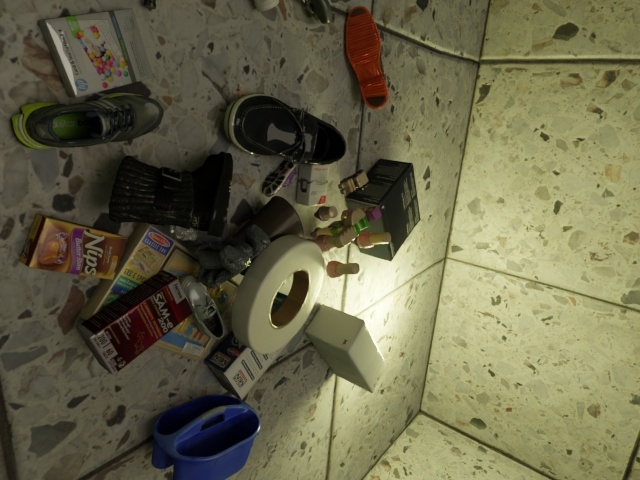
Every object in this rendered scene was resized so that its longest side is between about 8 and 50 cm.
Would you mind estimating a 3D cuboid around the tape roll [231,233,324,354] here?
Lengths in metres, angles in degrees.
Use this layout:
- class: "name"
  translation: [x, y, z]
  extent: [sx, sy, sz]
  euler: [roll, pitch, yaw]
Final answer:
- class: "tape roll"
  translation: [-0.122, 0.172, 1.332]
  extent: [0.392, 0.072, 0.392]
  euler: [-42, 144, -41]

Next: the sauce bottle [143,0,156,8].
- class: "sauce bottle"
  translation: [-0.376, -0.584, 0.928]
  extent: [0.042, 0.042, 0.128]
  euler: [-9, 110, -53]

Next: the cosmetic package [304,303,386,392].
- class: "cosmetic package"
  translation: [0.127, 0.500, 1.921]
  extent: [0.161, 0.230, 0.453]
  euler: [-55, 142, -25]

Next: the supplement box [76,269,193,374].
- class: "supplement box"
  translation: [-0.447, 0.196, 1.039]
  extent: [0.239, 0.073, 0.130]
  euler: [-41, 134, -38]

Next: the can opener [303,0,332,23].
- class: "can opener"
  translation: [-0.047, -0.787, 1.267]
  extent: [0.280, 0.093, 0.074]
  euler: [42, 70, -48]

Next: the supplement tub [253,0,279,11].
- class: "supplement tub"
  translation: [-0.164, -0.697, 1.151]
  extent: [0.071, 0.071, 0.107]
  euler: [-54, 142, -26]

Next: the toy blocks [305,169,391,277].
- class: "toy blocks"
  translation: [0.054, -0.054, 1.578]
  extent: [0.289, 0.260, 0.308]
  euler: [-39, 112, -38]

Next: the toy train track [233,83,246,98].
- class: "toy train track"
  translation: [-0.230, -0.412, 1.227]
  extent: [0.048, 0.014, 0.083]
  euler: [-25, 124, -47]

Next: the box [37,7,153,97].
- class: "box"
  translation: [-0.463, -0.399, 0.889]
  extent: [0.186, 0.038, 0.145]
  euler: [-37, 131, -39]

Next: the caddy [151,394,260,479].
- class: "caddy"
  translation: [-0.346, 0.596, 1.293]
  extent: [0.341, 0.241, 0.179]
  euler: [-1, 109, -55]

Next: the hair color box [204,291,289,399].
- class: "hair color box"
  translation: [-0.223, 0.356, 1.479]
  extent: [0.347, 0.105, 0.173]
  euler: [-48, 138, -33]

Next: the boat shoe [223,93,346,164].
- class: "boat shoe"
  translation: [-0.089, -0.338, 1.334]
  extent: [0.500, 0.156, 0.186]
  euler: [2, 104, -54]

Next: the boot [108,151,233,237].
- class: "boot"
  translation: [-0.357, -0.146, 1.049]
  extent: [0.260, 0.348, 0.131]
  euler: [9, 120, -14]

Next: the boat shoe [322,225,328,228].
- class: "boat shoe"
  translation: [0.000, 0.000, 1.698]
  extent: [0.137, 0.049, 0.043]
  euler: [-59, -175, -24]

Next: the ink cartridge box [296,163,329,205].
- class: "ink cartridge box"
  translation: [-0.028, -0.209, 1.550]
  extent: [0.109, 0.063, 0.150]
  euler: [-13, 114, -52]

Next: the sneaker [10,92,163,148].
- class: "sneaker"
  translation: [-0.458, -0.245, 0.886]
  extent: [0.300, 0.121, 0.111]
  euler: [-32, 129, -44]

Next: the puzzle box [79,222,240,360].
- class: "puzzle box"
  translation: [-0.413, 0.159, 1.181]
  extent: [0.409, 0.052, 0.272]
  euler: [46, 66, -52]

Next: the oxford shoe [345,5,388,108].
- class: "oxford shoe"
  translation: [0.174, -0.696, 1.614]
  extent: [0.132, 0.130, 0.363]
  euler: [-80, 158, -59]

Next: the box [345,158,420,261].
- class: "box"
  translation: [0.297, -0.141, 1.930]
  extent: [0.312, 0.179, 0.343]
  euler: [-50, 139, -31]

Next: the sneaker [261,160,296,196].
- class: "sneaker"
  translation: [-0.128, -0.198, 1.416]
  extent: [0.170, 0.068, 0.071]
  euler: [-50, 145, -30]

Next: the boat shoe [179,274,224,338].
- class: "boat shoe"
  translation: [-0.326, 0.193, 1.195]
  extent: [0.079, 0.081, 0.227]
  euler: [-44, 136, -36]

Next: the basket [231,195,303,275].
- class: "basket"
  translation: [-0.186, -0.002, 1.349]
  extent: [0.227, 0.154, 0.204]
  euler: [-41, 140, -33]

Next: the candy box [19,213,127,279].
- class: "candy box"
  translation: [-0.543, 0.018, 0.940]
  extent: [0.187, 0.053, 0.109]
  euler: [22, 85, -57]

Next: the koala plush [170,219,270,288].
- class: "koala plush"
  translation: [-0.295, -0.002, 1.144]
  extent: [0.221, 0.203, 0.196]
  euler: [52, 28, -9]
